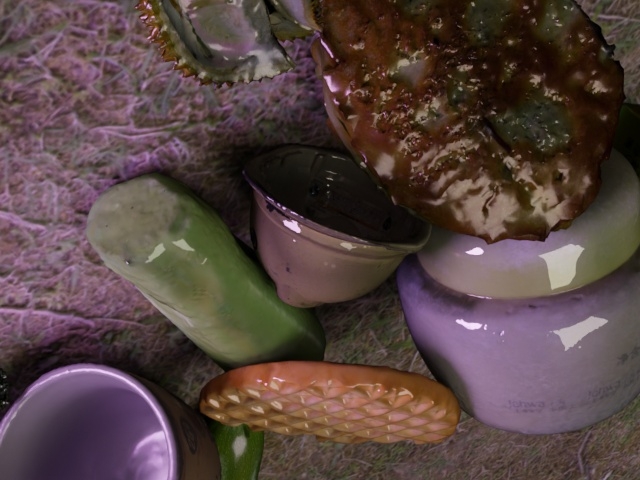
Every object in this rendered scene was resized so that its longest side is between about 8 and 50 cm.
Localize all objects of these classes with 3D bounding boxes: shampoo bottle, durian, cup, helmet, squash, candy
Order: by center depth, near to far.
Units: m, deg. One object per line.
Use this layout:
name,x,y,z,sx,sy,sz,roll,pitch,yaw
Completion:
durian,-0.088,-0.261,1.202,0.193,0.138,0.237,-14,139,-21
helmet,-0.003,0.004,1.444,0.137,0.204,0.257,-67,165,20
candy,-0.115,0.055,1.496,0.132,0.142,0.343,-31,141,10
cup,-0.258,0.274,1.571,0.301,0.228,0.257,-7,166,14
shampoo bottle,0.255,0.054,1.608,0.322,0.322,0.317,-24,120,-15
squash,-0.141,0.355,1.805,0.101,0.101,0.379,-8,129,-31

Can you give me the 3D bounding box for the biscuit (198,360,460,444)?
biscuit,0.022,0.187,1.558,0.308,0.040,0.204,7,155,-11

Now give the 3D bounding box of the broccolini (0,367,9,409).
broccolini,-0.483,0.278,1.515,0.392,0.074,0.079,-45,-178,12

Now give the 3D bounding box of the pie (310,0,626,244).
pie,0.153,-0.158,1.409,0.288,0.103,0.355,-45,102,-10

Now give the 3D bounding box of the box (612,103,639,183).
box,0.380,-0.003,1.775,0.043,0.173,0.311,2,126,-36
